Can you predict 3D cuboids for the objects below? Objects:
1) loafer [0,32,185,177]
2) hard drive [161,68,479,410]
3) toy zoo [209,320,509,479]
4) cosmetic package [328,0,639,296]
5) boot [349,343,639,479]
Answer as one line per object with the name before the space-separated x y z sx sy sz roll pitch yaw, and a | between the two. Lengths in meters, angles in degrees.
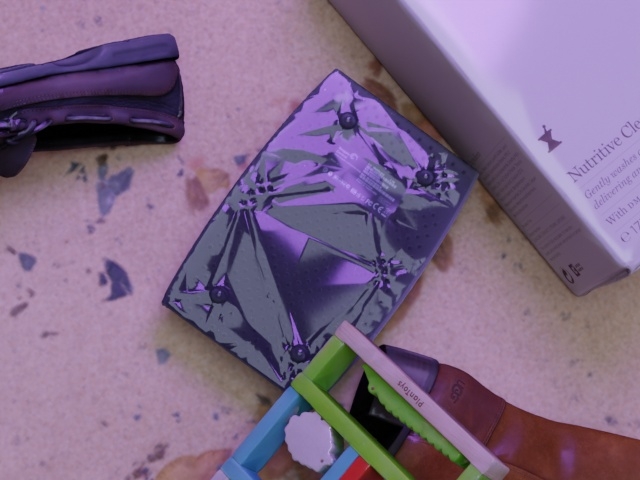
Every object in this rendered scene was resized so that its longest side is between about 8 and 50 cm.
loafer | -0.232 -0.094 1.357 0.302 0.109 0.095 -19 96 -36
hard drive | 0.000 0.000 1.430 0.172 0.054 0.254 36 76 0
toy zoo | -0.013 0.228 1.308 0.293 0.030 0.192 -51 50 2
cosmetic package | 0.192 -0.169 1.445 0.217 0.156 0.385 -40 88 -13
boot | 0.135 0.251 1.399 0.280 0.096 0.264 23 68 -11
